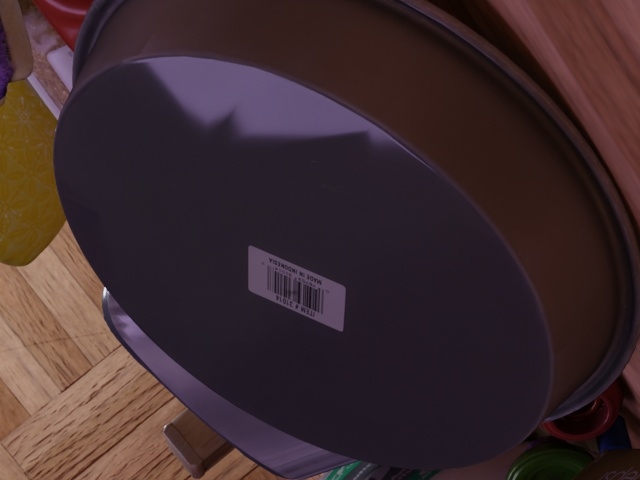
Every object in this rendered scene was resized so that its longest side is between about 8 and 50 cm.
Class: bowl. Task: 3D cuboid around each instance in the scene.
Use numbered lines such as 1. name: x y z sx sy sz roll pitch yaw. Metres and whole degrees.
1. bowl: -0.315 -0.134 1.879 0.289 0.156 0.289 51 -171 -11

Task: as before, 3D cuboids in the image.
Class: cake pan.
1. cake pan: 0.000 0.000 0.874 0.293 0.054 0.293 22 144 18

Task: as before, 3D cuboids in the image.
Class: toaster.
1. toaster: -0.007 0.052 1.154 0.227 0.129 0.146 45 143 -20

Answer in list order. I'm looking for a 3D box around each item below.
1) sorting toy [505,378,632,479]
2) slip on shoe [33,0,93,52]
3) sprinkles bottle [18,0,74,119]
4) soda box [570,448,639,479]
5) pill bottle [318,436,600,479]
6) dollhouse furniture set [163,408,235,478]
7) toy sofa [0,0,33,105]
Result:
1. sorting toy: 0.132 0.098 1.024 0.042 0.061 0.102 -95 16 -53
2. slip on shoe: -0.043 -0.067 0.974 0.331 0.123 0.101 50 -152 -23
3. sprinkles bottle: -0.100 -0.082 1.246 0.355 0.121 0.121 56 169 -26
4. soda box: 0.170 0.137 0.916 0.061 0.058 0.181 52 162 -5
5. pill bottle: 0.092 0.219 1.230 0.204 0.204 0.361 52 170 -4
6. dollhouse furniture set: 0.035 0.262 1.762 0.355 0.174 0.303 50 171 8
7. toy sofa: -0.286 -0.232 1.055 0.177 0.150 0.362 14 118 63
